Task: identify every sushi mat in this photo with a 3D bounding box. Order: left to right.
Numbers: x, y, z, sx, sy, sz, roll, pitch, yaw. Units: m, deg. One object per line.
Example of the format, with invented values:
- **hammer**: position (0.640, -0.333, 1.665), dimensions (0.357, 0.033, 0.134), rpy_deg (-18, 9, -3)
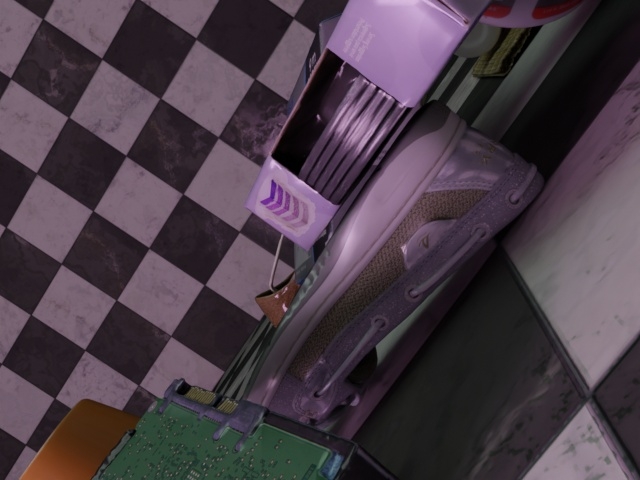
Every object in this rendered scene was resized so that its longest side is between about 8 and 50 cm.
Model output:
- **sushi mat**: position (0.278, -0.302, 1.118), dimensions (0.151, 0.019, 0.316), rpy_deg (-56, 3, 12)

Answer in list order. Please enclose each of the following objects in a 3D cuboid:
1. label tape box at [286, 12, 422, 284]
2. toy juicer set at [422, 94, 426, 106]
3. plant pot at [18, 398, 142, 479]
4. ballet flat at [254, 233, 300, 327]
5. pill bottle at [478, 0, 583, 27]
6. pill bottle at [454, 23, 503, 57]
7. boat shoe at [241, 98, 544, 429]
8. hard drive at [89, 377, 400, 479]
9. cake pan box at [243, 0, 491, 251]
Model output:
- **label tape box**: position (0.029, -0.130, 0.834), dimensions (0.240, 0.105, 0.334), rpy_deg (137, 131, -77)
- **toy juicer set**: position (0.107, -0.088, 1.054), dimensions (0.329, 0.089, 0.209), rpy_deg (-64, -10, 0)
- **plant pot**: position (-0.153, 0.233, 0.637), dimensions (0.205, 0.188, 0.205), rpy_deg (-56, 3, 4)
- **ballet flat**: position (0.000, 0.000, 1.338), dimensions (0.342, 0.124, 0.116), rpy_deg (-55, 3, 8)
- **pill bottle**: position (0.204, -0.376, 0.666), dimensions (0.210, 0.210, 0.363), rpy_deg (-57, -9, -24)
- **pill bottle**: position (0.240, -0.352, 1.187), dimensions (0.094, 0.094, 0.169), rpy_deg (-54, 3, 40)
- **boat shoe**: position (0.033, 0.054, 0.576), dimensions (0.320, 0.103, 0.118), rpy_deg (-59, 0, 21)
- **hard drive**: position (-0.117, 0.233, 0.383), dimensions (0.339, 0.064, 0.237), rpy_deg (-55, 25, -21)
- **cake pan box**: position (0.064, -0.143, 0.540), dimensions (0.267, 0.070, 0.246), rpy_deg (-54, -2, -38)
